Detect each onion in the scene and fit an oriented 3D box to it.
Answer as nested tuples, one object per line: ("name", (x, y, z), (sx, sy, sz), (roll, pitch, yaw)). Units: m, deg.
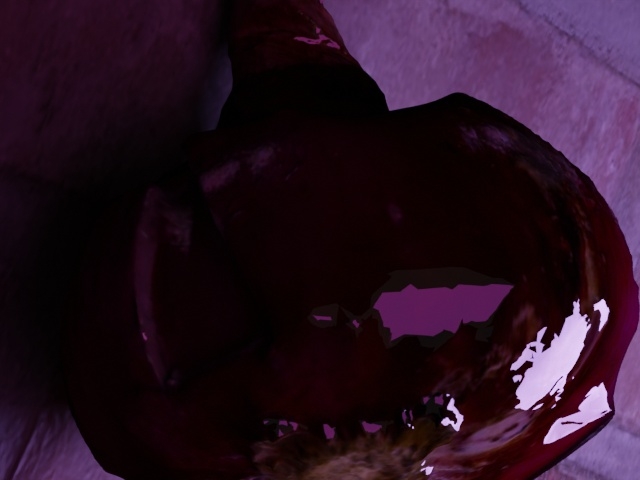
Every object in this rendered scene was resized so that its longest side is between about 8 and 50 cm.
("onion", (0.000, 0.000, 1.154), (0.398, 0.420, 0.398), (-13, 149, -8))
